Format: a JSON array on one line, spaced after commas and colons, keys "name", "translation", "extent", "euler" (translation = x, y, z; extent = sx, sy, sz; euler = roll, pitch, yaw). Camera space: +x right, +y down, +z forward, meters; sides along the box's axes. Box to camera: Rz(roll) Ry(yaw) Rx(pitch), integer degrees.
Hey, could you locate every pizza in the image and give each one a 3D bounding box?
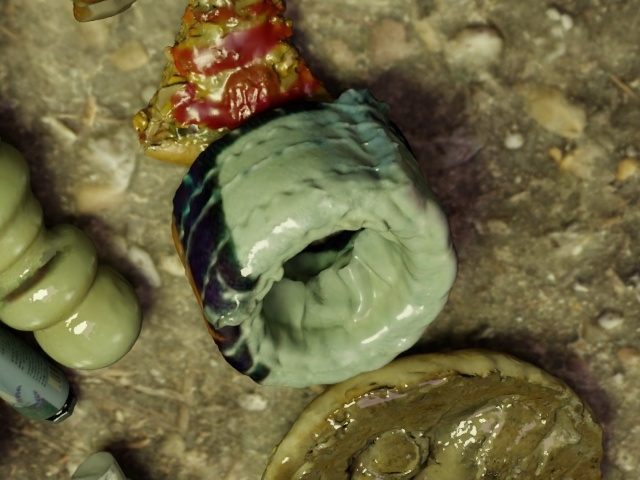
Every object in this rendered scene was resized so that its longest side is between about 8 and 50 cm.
[{"name": "pizza", "translation": [-0.069, -0.151, 0.886], "extent": [0.188, 0.062, 0.199], "euler": [-11, 116, -6]}]

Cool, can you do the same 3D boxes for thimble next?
[{"name": "thimble", "translation": [0.000, 0.000, 0.896], "extent": [0.237, 0.150, 0.237], "euler": [-14, 137, -13]}]

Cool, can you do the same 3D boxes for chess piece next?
[{"name": "chess piece", "translation": [-0.249, 0.016, 0.914], "extent": [0.133, 0.133, 0.243], "euler": [-36, 122, 9]}]

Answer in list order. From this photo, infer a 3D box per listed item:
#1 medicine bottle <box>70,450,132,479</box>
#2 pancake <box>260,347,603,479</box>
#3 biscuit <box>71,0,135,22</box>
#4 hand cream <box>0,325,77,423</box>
[{"name": "medicine bottle", "translation": [-0.156, 0.358, 1.094], "extent": [0.110, 0.110, 0.352], "euler": [-22, 117, 2]}, {"name": "pancake", "translation": [0.113, 0.262, 1.104], "extent": [0.386, 0.082, 0.387], "euler": [-4, 122, -7]}, {"name": "biscuit", "translation": [-0.160, -0.352, 0.701], "extent": [0.268, 0.115, 0.366], "euler": [-41, 114, -19]}, {"name": "hand cream", "translation": [-0.286, 0.088, 0.921], "extent": [0.055, 0.088, 0.256], "euler": [-42, 145, -10]}]
